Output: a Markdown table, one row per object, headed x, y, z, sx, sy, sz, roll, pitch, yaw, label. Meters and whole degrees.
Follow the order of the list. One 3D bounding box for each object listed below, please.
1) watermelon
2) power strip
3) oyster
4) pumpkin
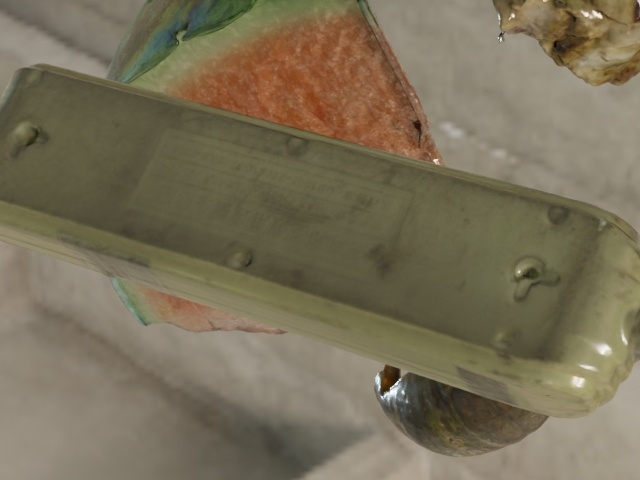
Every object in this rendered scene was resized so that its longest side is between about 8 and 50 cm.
| x | y | z | sx | sy | sz | roll | pitch | yaw | label |
| --- | --- | --- | --- | --- | --- | --- | --- | --- | --- |
| -0.056 | -0.060 | 1.224 | 0.222 | 0.292 | 0.319 | -31 | -145 | -1 | watermelon |
| 0.000 | 0.000 | 0.941 | 0.387 | 0.066 | 0.092 | 16 | -107 | 26 | power strip |
| 0.241 | -0.289 | 1.543 | 0.133 | 0.337 | 0.197 | 5 | 170 | 40 | oyster |
| 0.138 | 0.115 | 1.630 | 0.183 | 0.119 | 0.108 | -44 | -137 | 17 | pumpkin |
